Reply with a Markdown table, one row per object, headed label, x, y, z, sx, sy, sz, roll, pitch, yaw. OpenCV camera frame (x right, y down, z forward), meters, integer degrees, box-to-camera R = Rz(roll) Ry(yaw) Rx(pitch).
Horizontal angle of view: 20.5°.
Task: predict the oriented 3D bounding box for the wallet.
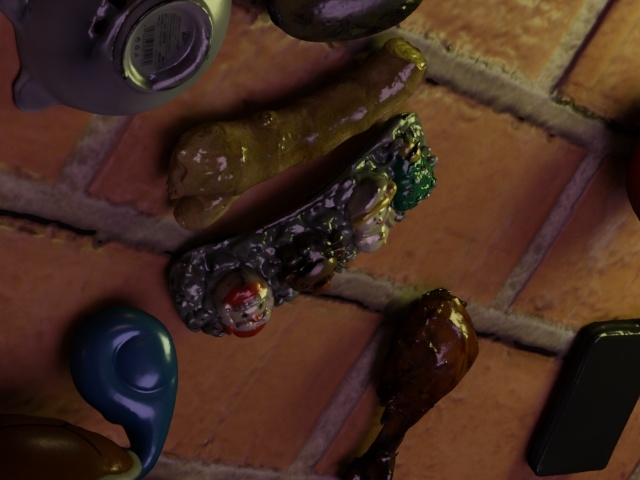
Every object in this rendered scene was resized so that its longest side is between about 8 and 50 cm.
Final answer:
| label | x | y | z | sx | sy | sz | roll | pitch | yaw |
| --- | --- | --- | --- | --- | --- | --- | --- | --- | --- |
| wallet | 0.362 | 0.202 | 2.320 | 0.149 | 0.044 | 0.250 | -3 | 124 | -35 |

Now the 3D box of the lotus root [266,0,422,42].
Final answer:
| label | x | y | z | sx | sy | sz | roll | pitch | yaw |
| --- | --- | --- | --- | --- | --- | --- | --- | --- | --- |
| lotus root | 0.033 | -0.231 | 1.640 | 0.179 | 0.080 | 0.089 | -24 | 135 | -24 |

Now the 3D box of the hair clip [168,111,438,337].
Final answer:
| label | x | y | z | sx | sy | sz | roll | pitch | yaw |
| --- | --- | --- | --- | --- | --- | --- | --- | --- | --- |
| hair clip | 0.002 | 0.000 | 1.795 | 0.321 | 0.091 | 0.138 | -35 | 142 | -12 |

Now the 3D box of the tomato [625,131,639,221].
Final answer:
| label | x | y | z | sx | sy | sz | roll | pitch | yaw |
| --- | --- | --- | --- | --- | --- | --- | --- | --- | --- |
| tomato | 0.452 | -0.082 | 2.053 | 0.208 | 0.184 | 0.208 | -52 | 175 | -6 |

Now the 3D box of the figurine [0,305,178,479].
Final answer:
| label | x | y | z | sx | sy | sz | roll | pitch | yaw |
| --- | --- | --- | --- | --- | --- | --- | --- | --- | --- |
| figurine | -0.278 | 0.253 | 1.664 | 0.416 | 0.298 | 0.243 | -32 | 104 | -21 |

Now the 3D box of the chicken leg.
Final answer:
| label | x | y | z | sx | sy | sz | roll | pitch | yaw |
| --- | --- | --- | --- | --- | --- | --- | --- | --- | --- |
| chicken leg | 0.104 | 0.191 | 2.054 | 0.113 | 0.093 | 0.304 | -18 | 137 | -46 |

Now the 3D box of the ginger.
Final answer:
| label | x | y | z | sx | sy | sz | roll | pitch | yaw |
| --- | --- | --- | --- | --- | --- | --- | --- | --- | --- |
| ginger | -0.019 | -0.110 | 1.706 | 0.299 | 0.065 | 0.118 | -29 | 150 | -19 |

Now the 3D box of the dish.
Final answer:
| label | x | y | z | sx | sy | sz | roll | pitch | yaw |
| --- | --- | --- | --- | --- | --- | --- | --- | --- | --- |
| dish | -0.159 | -0.186 | 1.504 | 0.228 | 0.086 | 0.236 | 14 | 111 | -47 |
